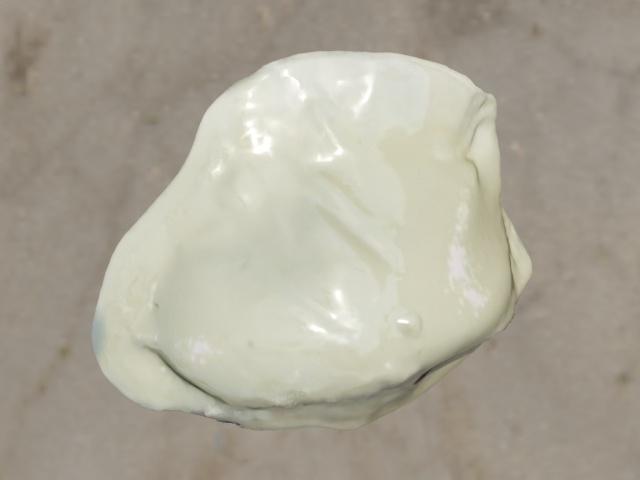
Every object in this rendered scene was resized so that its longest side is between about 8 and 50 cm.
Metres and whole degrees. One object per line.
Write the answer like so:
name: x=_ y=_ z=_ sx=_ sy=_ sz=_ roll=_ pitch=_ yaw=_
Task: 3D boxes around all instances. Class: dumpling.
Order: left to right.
dumpling: x=0.000 y=0.000 z=1.335 sx=0.187 sy=0.318 sz=0.242 roll=-139 pitch=37 yaw=-65
